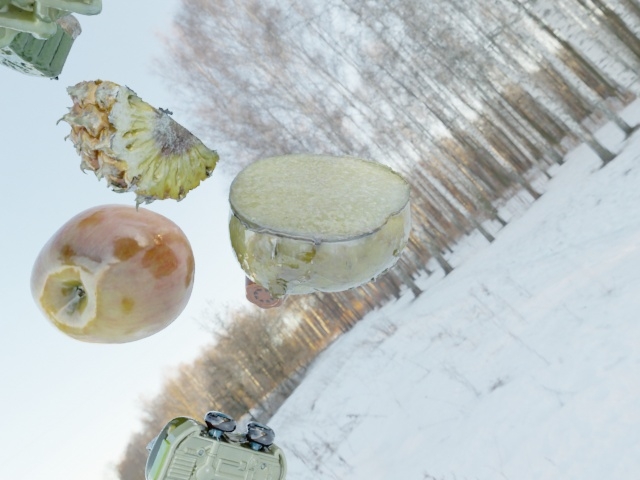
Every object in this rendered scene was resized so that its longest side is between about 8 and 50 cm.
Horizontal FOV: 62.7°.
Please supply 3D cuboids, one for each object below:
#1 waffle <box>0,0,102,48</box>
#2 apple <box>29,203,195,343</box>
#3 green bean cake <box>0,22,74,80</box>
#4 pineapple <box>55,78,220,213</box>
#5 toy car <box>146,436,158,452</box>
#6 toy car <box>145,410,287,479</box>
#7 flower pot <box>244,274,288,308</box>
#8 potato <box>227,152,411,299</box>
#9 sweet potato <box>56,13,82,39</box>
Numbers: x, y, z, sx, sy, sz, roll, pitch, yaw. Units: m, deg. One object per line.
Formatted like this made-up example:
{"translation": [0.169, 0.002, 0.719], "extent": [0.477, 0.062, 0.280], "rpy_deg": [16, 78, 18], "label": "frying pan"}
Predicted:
{"translation": [-0.348, -0.306, 0.466], "extent": [0.309, 0.056, 0.291], "rpy_deg": [-8, -42, 11], "label": "waffle"}
{"translation": [-0.545, 0.094, 1.392], "extent": [0.391, 0.391, 0.346], "rpy_deg": [-45, 5, 26], "label": "apple"}
{"translation": [-0.837, -0.560, 1.403], "extent": [0.247, 0.250, 0.156], "rpy_deg": [47, -119, -71], "label": "green bean cake"}
{"translation": [-0.426, -0.184, 1.099], "extent": [0.344, 0.286, 0.209], "rpy_deg": [34, -103, -61], "label": "pineapple"}
{"translation": [-0.419, 0.532, 1.372], "extent": [0.093, 0.025, 0.041], "rpy_deg": [-11, 22, 30], "label": "toy car"}
{"translation": [-0.208, 0.424, 1.004], "extent": [0.198, 0.248, 0.204], "rpy_deg": [-4, 62, 60], "label": "toy car"}
{"translation": [-0.158, 0.117, 1.678], "extent": [0.190, 0.191, 0.173], "rpy_deg": [-47, 22, 41], "label": "flower pot"}
{"translation": [0.000, 0.000, 1.312], "extent": [0.385, 0.442, 0.319], "rpy_deg": [-93, 2, -51], "label": "potato"}
{"translation": [-0.864, -0.686, 1.724], "extent": [0.130, 0.130, 0.422], "rpy_deg": [-43, 27, 17], "label": "sweet potato"}
